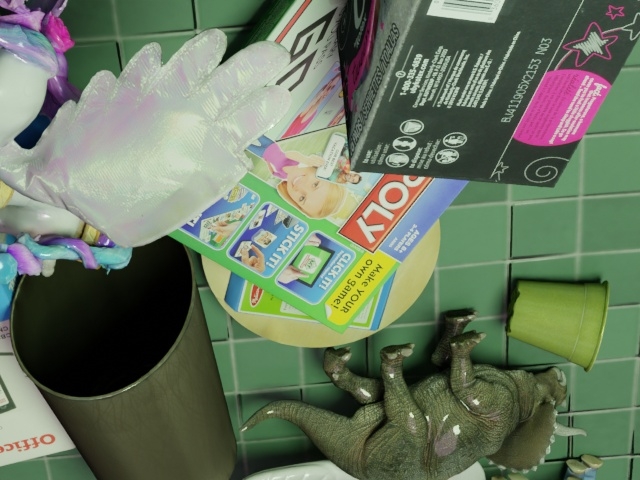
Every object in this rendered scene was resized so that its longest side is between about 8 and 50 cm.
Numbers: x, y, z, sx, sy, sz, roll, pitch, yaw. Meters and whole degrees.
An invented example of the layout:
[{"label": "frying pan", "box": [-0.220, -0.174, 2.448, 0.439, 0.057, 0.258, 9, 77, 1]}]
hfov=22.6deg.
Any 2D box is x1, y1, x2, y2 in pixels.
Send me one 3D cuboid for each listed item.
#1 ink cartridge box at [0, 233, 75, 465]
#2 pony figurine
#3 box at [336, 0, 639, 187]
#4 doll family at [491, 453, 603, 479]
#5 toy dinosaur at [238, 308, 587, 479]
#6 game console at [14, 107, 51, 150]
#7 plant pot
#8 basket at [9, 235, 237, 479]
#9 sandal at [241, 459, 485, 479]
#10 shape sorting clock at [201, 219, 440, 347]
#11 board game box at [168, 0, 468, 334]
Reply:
[{"label": "ink cartridge box", "box": [-0.307, 0.100, 1.387, 0.148, 0.086, 0.203, -14, 125, 5]}, {"label": "pony figurine", "box": [-0.229, -0.102, 1.109, 0.363, 0.303, 0.351, 13, 133, -39]}, {"label": "box", "box": [0.115, -0.167, 1.092, 0.163, 0.142, 0.247, 4, 144, -12]}, {"label": "doll family", "box": [0.207, 0.276, 1.535, 0.193, 0.076, 0.111, -7, 113, -22]}, {"label": "toy dinosaur", "box": [0.091, 0.159, 1.419, 0.313, 0.121, 0.160, -16, 104, -10]}, {"label": "game console", "box": [-0.385, -0.115, 1.248, 0.250, 0.173, 0.293, -39, 125, -14]}, {"label": "plant pot", "box": [0.207, 0.068, 1.418, 0.079, 0.083, 0.083, 13, 124, 1]}, {"label": "basket", "box": [-0.156, 0.125, 1.367, 0.154, 0.204, 0.227, -9, 135, 6]}, {"label": "sandal", "box": [0.031, 0.223, 1.505, 0.265, 0.076, 0.102, 3, 116, -24]}, {"label": "shape sorting clock", "box": [0.000, 0.000, 1.368, 0.206, 0.040, 0.206, -5, 119, -9]}, {"label": "board game box", "box": [0.027, -0.097, 1.271, 0.213, 0.046, 0.317, 31, 108, -23]}]
